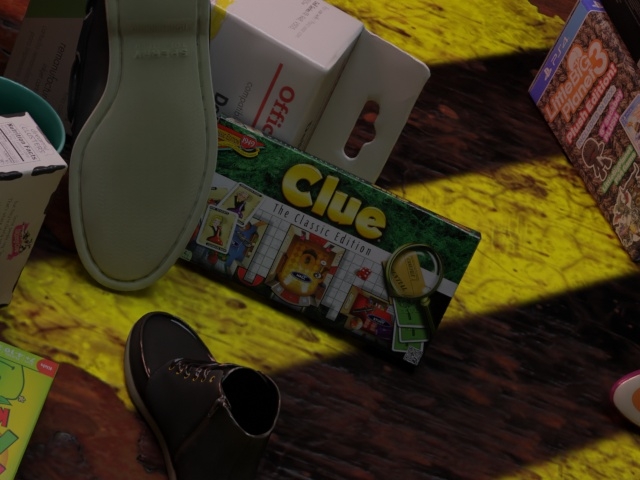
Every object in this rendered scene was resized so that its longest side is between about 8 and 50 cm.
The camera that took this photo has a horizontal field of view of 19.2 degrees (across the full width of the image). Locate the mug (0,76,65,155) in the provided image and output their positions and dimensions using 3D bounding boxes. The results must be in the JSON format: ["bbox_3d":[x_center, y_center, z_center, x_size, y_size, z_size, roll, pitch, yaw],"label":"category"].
[{"bbox_3d":[-0.307,-0.077,1.644,0.158,0.097,0.129,34,36,12],"label":"mug"}]

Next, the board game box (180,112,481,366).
[{"bbox_3d":[0.000,0.000,1.709,0.260,0.136,0.030,24,9,-2],"label":"board game box"}]

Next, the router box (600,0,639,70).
[{"bbox_3d":[0.445,-0.237,2.089,0.243,0.081,0.309,8,39,-25],"label":"router box"}]

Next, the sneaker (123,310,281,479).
[{"bbox_3d":[-0.088,0.114,1.520,0.083,0.118,0.222,2,42,-30],"label":"sneaker"}]

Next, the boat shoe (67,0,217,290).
[{"bbox_3d":[-0.157,-0.131,1.652,0.127,0.340,0.113,-1,14,-8],"label":"boat shoe"}]

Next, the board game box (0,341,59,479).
[{"bbox_3d":[-0.267,0.147,1.430,0.092,0.043,0.181,22,35,-6],"label":"board game box"}]

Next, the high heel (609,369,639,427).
[{"bbox_3d":[0.380,0.145,1.837,0.244,0.082,0.117,-2,10,-14],"label":"high heel"}]

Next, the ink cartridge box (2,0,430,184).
[{"bbox_3d":[-0.100,-0.150,1.772,0.353,0.207,0.119,29,33,5],"label":"ink cartridge box"}]

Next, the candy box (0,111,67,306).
[{"bbox_3d":[-0.318,-0.010,1.493,0.196,0.165,0.070,-12,52,-42],"label":"candy box"}]

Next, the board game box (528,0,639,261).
[{"bbox_3d":[0.408,-0.118,2.109,0.232,0.141,0.291,4,41,-29],"label":"board game box"}]
